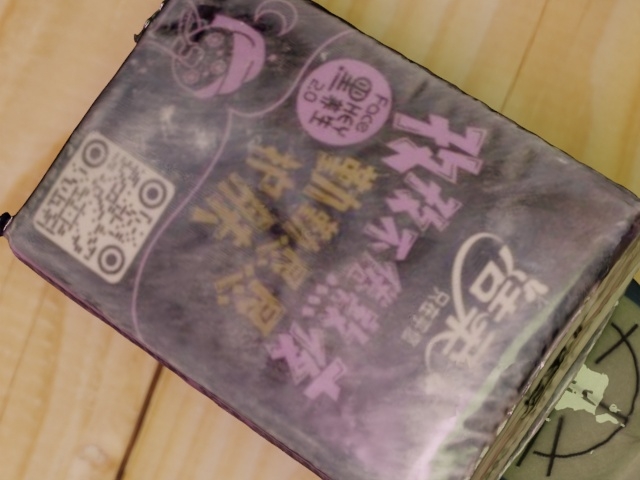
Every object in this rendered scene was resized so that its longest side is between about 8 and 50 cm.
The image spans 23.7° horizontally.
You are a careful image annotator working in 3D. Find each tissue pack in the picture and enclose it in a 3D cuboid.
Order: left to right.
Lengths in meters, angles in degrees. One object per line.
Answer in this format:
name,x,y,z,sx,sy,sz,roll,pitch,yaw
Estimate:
tissue pack,0.000,0.000,0.992,0.361,0.122,0.259,33,85,18

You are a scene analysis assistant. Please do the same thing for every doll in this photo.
doll,0.202,0.122,1.057,0.258,0.154,0.228,34,89,-6
